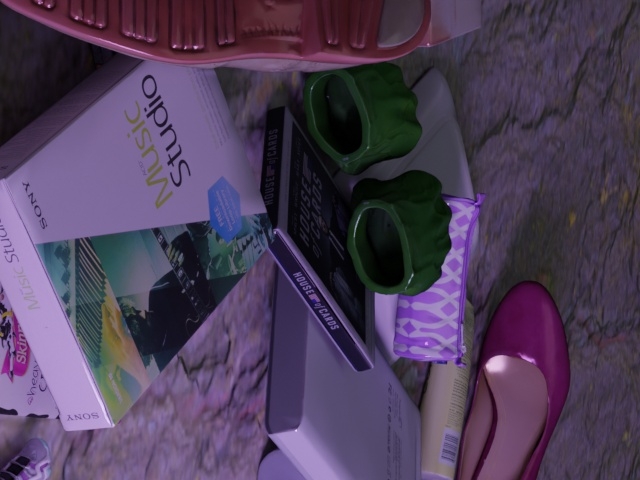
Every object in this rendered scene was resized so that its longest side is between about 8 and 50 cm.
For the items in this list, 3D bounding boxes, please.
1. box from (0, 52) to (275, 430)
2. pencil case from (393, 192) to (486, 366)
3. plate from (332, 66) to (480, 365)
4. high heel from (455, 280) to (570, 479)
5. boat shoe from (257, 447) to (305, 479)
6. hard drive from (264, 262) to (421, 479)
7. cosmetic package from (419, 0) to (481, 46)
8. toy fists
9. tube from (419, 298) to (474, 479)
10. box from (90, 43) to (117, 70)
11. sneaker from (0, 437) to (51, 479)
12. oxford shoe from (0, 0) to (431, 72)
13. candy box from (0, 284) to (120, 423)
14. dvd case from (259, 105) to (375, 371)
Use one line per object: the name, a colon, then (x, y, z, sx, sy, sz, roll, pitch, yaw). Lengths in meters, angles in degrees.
box: (-0.160, -0.022, 1.443, 0.322, 0.058, 0.232, -50, 127, -50)
pencil case: (0.135, 0.044, 1.946, 0.086, 0.088, 0.206, -2, 97, -59)
plate: (0.119, -0.025, 2.031, 0.277, 0.045, 0.278, -50, 136, -43)
high heel: (0.240, 0.247, 2.195, 0.181, 0.127, 0.377, -31, 126, -65)
boat shoe: (-0.017, 0.350, 1.838, 0.084, 0.095, 0.258, 0, 95, -58)
hard drive: (0.033, 0.198, 1.867, 0.353, 0.047, 0.233, 57, 28, -47)
cosmetic package: (0.076, -0.363, 1.790, 0.129, 0.153, 0.296, -27, 118, -54)
toy fists: (0.066, -0.075, 1.836, 0.142, 0.096, 0.279, -22, 95, -56)
tube: (0.160, 0.184, 2.136, 0.062, 0.070, 0.240, 18, 74, -17)
box: (-0.176, -0.225, 1.524, 0.094, 0.027, 0.137, -38, 128, -48)
sneaker: (-0.271, 0.207, 1.449, 0.069, 0.038, 0.098, 47, 57, -53)
oxford shoe: (-0.108, -0.198, 1.424, 0.397, 0.146, 0.141, 8, 80, -27)
candy box: (-0.250, 0.067, 1.423, 0.233, 0.071, 0.159, 15, 83, -58)
dvd case: (0.000, 0.000, 1.778, 0.179, 0.029, 0.239, -88, 155, -42)
